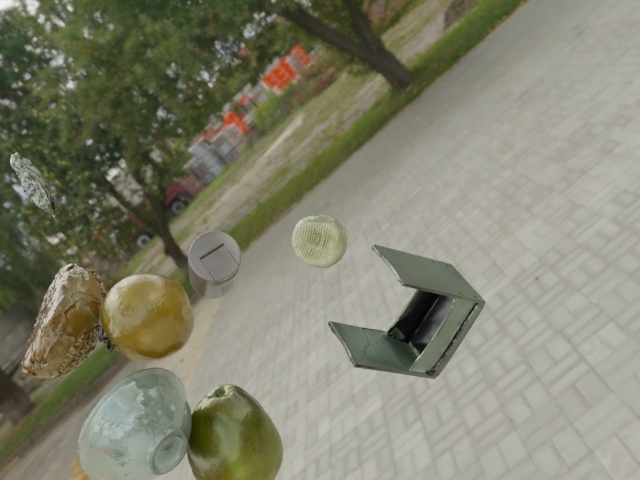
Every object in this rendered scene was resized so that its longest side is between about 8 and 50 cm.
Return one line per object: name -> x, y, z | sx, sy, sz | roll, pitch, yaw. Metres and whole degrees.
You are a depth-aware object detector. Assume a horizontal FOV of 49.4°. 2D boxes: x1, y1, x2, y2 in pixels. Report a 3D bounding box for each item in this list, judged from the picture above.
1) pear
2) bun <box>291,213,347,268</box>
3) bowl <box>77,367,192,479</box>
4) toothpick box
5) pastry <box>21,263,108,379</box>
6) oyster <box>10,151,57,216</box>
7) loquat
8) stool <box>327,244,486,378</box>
pear -> -0.229, 0.547, 1.855 | 0.269, 0.321, 0.269 | -16, 1, 0
bun -> 0.000, 0.000, 1.404 | 0.115, 0.115, 0.069 | -40, -6, 15
bowl -> -0.407, 0.480, 1.680 | 0.146, 0.313, 0.313 | 26, 63, 34
toothpick box -> -0.232, 0.056, 1.512 | 0.111, 0.111, 0.180 | -48, -4, -20
pastry -> -0.649, 0.219, 1.804 | 0.255, 0.162, 0.311 | -45, 32, 40
oyster -> -0.746, -0.143, 1.827 | 0.064, 0.177, 0.125 | -31, -18, -25
loquat -> -0.434, 0.196, 1.722 | 0.244, 0.244, 0.244 | -41, 12, 11
stool -> 0.206, 0.176, 1.669 | 0.243, 0.270, 0.170 | -63, 35, 21
